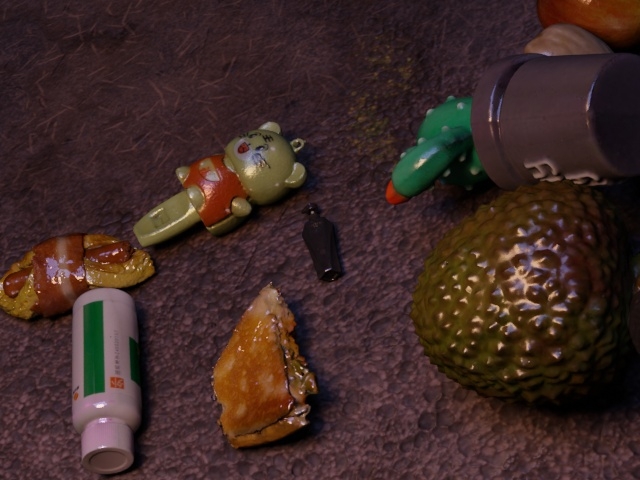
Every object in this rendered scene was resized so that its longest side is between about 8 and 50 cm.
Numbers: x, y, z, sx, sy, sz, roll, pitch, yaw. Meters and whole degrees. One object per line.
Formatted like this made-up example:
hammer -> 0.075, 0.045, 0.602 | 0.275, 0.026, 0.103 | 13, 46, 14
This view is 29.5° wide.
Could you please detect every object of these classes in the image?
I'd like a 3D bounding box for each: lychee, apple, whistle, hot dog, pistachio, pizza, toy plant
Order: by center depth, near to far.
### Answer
lychee -> 0.264, 0.060, 1.417 | 0.320, 0.270, 0.270 | -8, 48, -5
toy plant -> 0.245, -0.139, 1.575 | 0.279, 0.185, 0.400 | -46, 23, -25
pizza -> -0.072, 0.175, 1.591 | 0.147, 0.069, 0.226 | -38, 42, 18
pistachio -> 0.362, -0.232, 1.689 | 0.108, 0.185, 0.126 | -61, 21, 15
apple -> 0.402, -0.353, 1.765 | 0.173, 0.160, 0.195 | 4, 28, 15
whistle -> -0.147, -0.077, 1.793 | 0.288, 0.106, 0.131 | -29, 54, -2
hot dog -> -0.380, 0.045, 1.794 | 0.262, 0.093, 0.123 | -20, 49, 5

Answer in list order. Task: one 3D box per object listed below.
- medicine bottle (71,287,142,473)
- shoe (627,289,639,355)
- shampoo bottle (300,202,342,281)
medicine bottle -> -0.290, 0.187, 1.642 | 0.095, 0.095, 0.260 | -17, 47, 8
shoe -> 0.519, 0.133, 1.249 | 0.384, 0.171, 0.237 | 44, 72, 9
shampoo bottle -> 0.000, 0.000, 1.725 | 0.048, 0.027, 0.137 | -18, 48, 4
